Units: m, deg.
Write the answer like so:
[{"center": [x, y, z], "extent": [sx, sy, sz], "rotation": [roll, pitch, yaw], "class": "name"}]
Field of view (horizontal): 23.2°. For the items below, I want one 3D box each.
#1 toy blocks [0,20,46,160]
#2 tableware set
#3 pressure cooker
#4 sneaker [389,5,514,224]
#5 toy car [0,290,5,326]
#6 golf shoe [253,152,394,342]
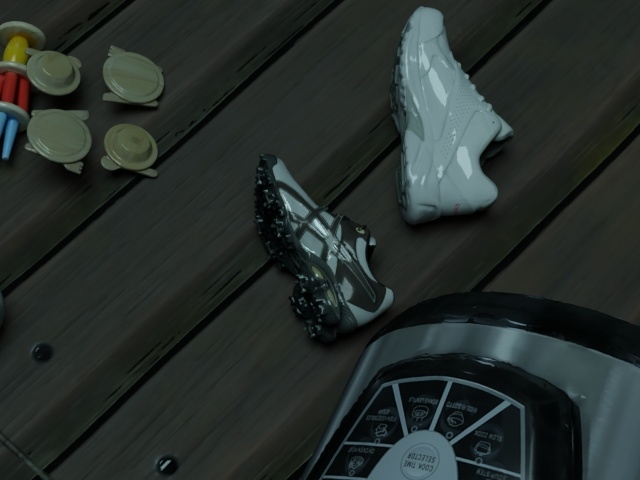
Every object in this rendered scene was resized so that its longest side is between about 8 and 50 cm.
[{"center": [-0.347, -0.149, 1.569], "extent": [0.123, 0.054, 0.148], "rotation": [4, 60, 4], "class": "toy blocks"}, {"center": [-0.223, -0.131, 1.547], "extent": [0.141, 0.020, 0.169], "rotation": [10, 55, -21], "class": "tableware set"}, {"center": [0.127, 0.294, 1.073], "extent": [0.375, 0.370, 0.420], "rotation": [28, 64, -2], "class": "pressure cooker"}, {"center": [0.128, -0.121, 1.525], "extent": [0.115, 0.090, 0.232], "rotation": [0, 69, -5], "class": "sneaker"}, {"center": [-0.385, 0.066, 1.398], "extent": [0.159, 0.136, 0.182], "rotation": [19, 63, 13], "class": "toy car"}, {"center": [0.000, 0.000, 1.466], "extent": [0.094, 0.077, 0.198], "rotation": [-16, 67, -19], "class": "golf shoe"}]
